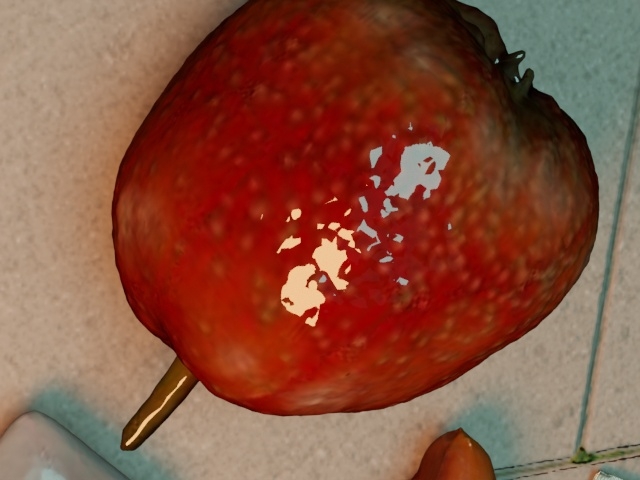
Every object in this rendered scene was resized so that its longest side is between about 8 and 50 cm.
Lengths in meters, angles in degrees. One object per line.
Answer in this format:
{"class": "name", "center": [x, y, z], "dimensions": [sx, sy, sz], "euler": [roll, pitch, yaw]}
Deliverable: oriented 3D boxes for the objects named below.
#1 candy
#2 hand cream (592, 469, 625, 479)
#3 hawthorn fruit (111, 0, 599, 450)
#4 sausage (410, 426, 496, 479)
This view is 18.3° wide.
{"class": "candy", "center": [-0.194, 0.213, 1.301], "dimensions": [0.138, 0.071, 0.174], "euler": [42, 80, -23]}
{"class": "hand cream", "center": [0.184, 0.342, 1.502], "dimensions": [0.085, 0.058, 0.331], "euler": [24, 81, -5]}
{"class": "hawthorn fruit", "center": [0.000, 0.000, 1.268], "dimensions": [0.285, 0.285, 0.369], "euler": [43, 87, -22]}
{"class": "sausage", "center": [0.074, 0.221, 1.417], "dimensions": [0.089, 0.089, 0.179], "euler": [30, 89, -24]}
